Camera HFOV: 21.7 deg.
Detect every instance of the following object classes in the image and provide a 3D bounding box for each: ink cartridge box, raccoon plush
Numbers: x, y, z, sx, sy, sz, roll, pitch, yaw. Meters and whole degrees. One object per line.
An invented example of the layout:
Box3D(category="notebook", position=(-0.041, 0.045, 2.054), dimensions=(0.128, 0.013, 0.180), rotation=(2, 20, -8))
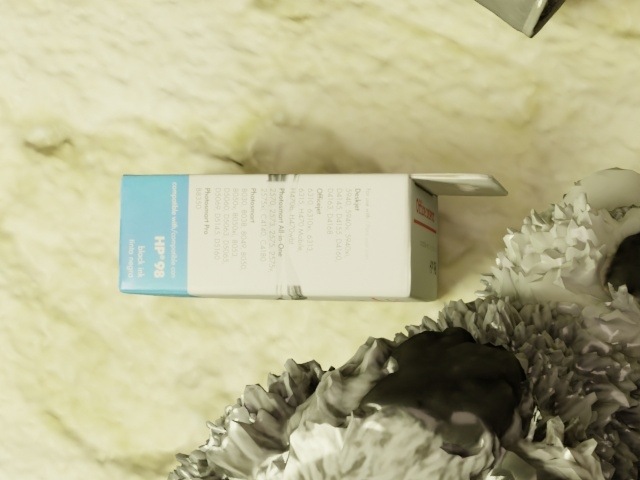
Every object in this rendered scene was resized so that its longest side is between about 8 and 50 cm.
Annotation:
Box3D(category="ink cartridge box", position=(0.000, 0.000, 0.833), dimensions=(0.180, 0.104, 0.060), rotation=(1, 87, 12))
Box3D(category="raccoon plush", position=(0.019, 0.110, 0.766), dimensions=(0.446, 0.299, 0.216), rotation=(-14, 105, 25))

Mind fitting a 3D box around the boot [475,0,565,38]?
Box3D(category="boot", position=(0.029, -0.169, 0.861), dimensions=(0.208, 0.076, 0.190), rotation=(38, 96, 4))
